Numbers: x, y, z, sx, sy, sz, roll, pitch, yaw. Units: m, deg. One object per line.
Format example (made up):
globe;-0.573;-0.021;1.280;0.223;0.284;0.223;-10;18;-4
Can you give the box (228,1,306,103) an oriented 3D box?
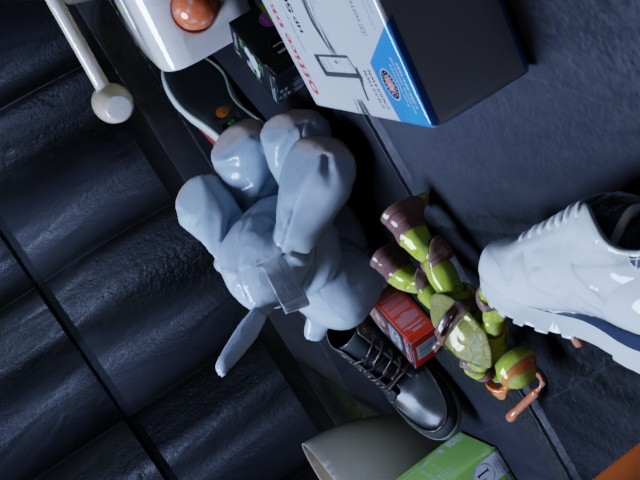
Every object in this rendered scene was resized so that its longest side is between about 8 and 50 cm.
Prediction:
box;-0.045;-0.196;0.918;0.083;0.062;0.052;52;168;19

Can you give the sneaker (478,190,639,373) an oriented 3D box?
sneaker;0.178;0.011;0.584;0.235;0.090;0.095;15;125;66

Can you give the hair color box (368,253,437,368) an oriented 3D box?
hair color box;0.093;0.090;1.154;0.141;0.043;0.072;49;166;34

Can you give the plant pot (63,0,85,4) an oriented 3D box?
plant pot;-0.475;-0.464;1.242;0.323;0.280;0.323;54;157;37

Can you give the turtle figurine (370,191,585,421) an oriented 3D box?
turtle figurine;0.134;0.073;0.853;0.217;0.087;0.269;50;166;28

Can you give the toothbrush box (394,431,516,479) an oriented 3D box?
toothbrush box;0.155;0.431;1.212;0.206;0.283;0.122;59;168;-7

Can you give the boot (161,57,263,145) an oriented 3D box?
boot;-0.145;-0.161;1.344;0.244;0.088;0.176;48;167;19

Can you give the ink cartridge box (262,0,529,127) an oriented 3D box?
ink cartridge box;0.035;-0.169;0.632;0.148;0.086;0.203;61;166;-21

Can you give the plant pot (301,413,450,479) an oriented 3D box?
plant pot;0.128;0.387;1.418;0.284;0.191;0.284;53;167;18

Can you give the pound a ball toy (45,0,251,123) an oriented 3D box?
pound a ball toy;-0.203;-0.289;0.952;0.136;0.208;0.319;42;160;50

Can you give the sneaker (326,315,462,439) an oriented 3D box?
sneaker;0.088;0.175;1.191;0.118;0.083;0.222;21;-158;-51

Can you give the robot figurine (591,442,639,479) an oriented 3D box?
robot figurine;0.212;0.180;0.516;0.158;0.219;0.128;40;159;51

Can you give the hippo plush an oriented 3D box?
hippo plush;0.000;0.000;1.045;0.236;0.234;0.294;27;-151;-44
